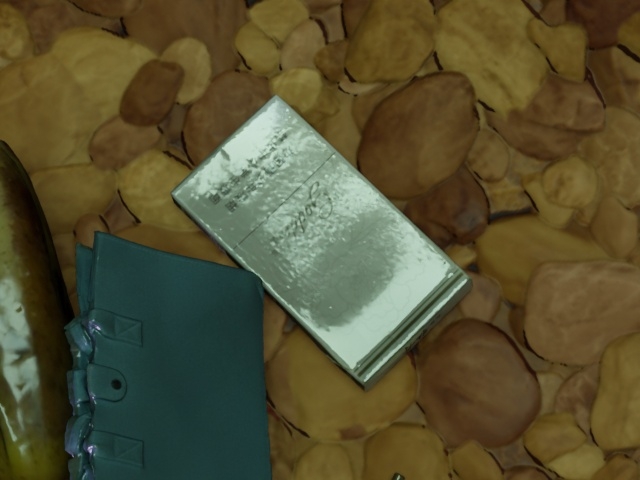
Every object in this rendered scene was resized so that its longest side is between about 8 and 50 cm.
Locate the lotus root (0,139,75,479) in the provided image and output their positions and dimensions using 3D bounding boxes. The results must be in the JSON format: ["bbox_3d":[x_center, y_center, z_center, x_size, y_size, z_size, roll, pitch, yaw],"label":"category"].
[{"bbox_3d":[-0.251,0.061,1.221,0.193,0.193,0.291,-17,78,-4],"label":"lotus root"}]

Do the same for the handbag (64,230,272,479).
[{"bbox_3d":[-0.102,0.111,1.207,0.144,0.057,0.221,21,54,-38],"label":"handbag"}]

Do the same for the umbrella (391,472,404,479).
[{"bbox_3d":[0.015,0.230,1.254,0.027,0.025,0.165,31,79,-15],"label":"umbrella"}]

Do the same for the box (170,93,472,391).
[{"bbox_3d":[0.000,0.000,1.310,0.109,0.029,0.198,-44,78,-10],"label":"box"}]
